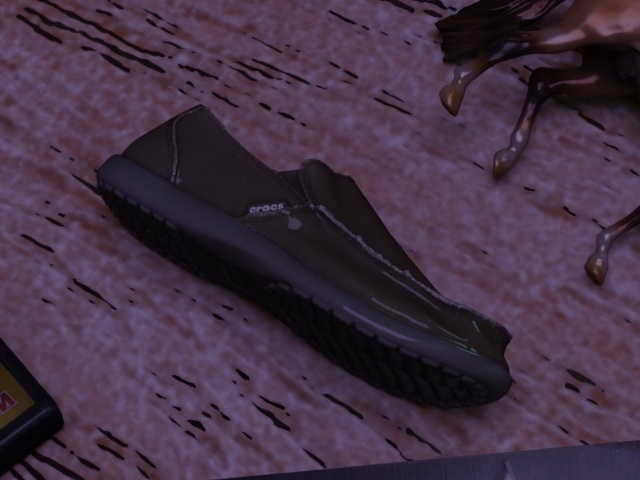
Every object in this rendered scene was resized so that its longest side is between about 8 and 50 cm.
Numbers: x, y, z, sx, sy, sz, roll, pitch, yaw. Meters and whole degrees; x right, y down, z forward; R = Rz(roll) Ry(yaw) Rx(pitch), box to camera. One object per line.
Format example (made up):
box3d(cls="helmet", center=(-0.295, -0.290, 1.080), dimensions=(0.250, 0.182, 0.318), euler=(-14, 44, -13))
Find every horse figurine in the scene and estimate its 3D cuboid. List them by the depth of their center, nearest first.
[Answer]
box3d(cls="horse figurine", center=(0.182, -0.071, 1.002), dimensions=(0.174, 0.066, 0.263), euler=(-41, 72, -10))

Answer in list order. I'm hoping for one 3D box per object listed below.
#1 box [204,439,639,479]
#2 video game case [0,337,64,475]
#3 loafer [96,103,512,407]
box3d(cls="box", center=(0.061, 0.195, 0.863), dimensions=(0.231, 0.056, 0.183), euler=(-5, 55, 0))
box3d(cls="video game case", center=(-0.318, 0.089, 0.955), dimensions=(0.275, 0.035, 0.248), euler=(-38, 69, -16))
box3d(cls="loafer", center=(0.000, 0.000, 0.955), dimensions=(0.251, 0.094, 0.087), euler=(31, 73, 15))
